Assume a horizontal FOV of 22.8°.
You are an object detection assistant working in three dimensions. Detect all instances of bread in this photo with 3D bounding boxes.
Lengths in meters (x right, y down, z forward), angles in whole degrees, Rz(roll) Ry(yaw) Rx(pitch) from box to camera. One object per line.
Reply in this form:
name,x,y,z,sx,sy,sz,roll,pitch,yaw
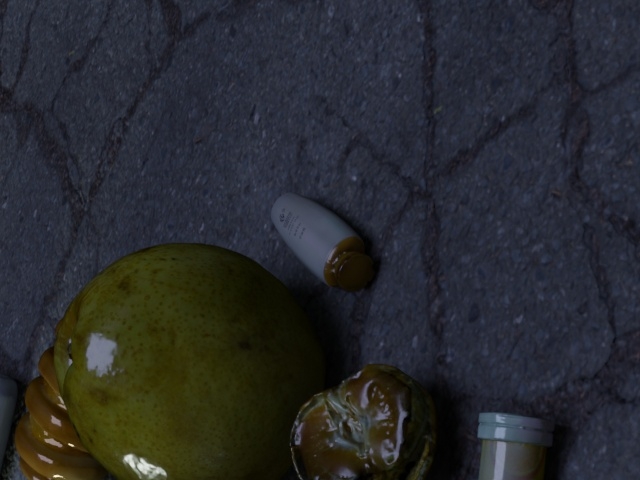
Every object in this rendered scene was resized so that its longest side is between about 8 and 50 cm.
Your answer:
bread,-0.318,0.194,2.139,0.173,0.121,0.311,38,107,53

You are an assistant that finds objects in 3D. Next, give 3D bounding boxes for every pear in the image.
pear,-0.159,0.145,1.806,0.304,0.304,0.303,-23,60,47

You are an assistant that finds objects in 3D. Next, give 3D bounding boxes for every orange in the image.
orange,0.055,0.210,1.647,0.170,0.112,0.160,17,80,31

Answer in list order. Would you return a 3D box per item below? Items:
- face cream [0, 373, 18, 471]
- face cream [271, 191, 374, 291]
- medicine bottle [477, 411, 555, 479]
face cream,-0.544,0.364,2.412,0.163,0.080,0.336,5,82,53
face cream,0.000,0.000,1.844,0.182,0.051,0.072,41,110,52
medicine bottle,0.175,0.274,1.499,0.074,0.074,0.218,-4,77,53
